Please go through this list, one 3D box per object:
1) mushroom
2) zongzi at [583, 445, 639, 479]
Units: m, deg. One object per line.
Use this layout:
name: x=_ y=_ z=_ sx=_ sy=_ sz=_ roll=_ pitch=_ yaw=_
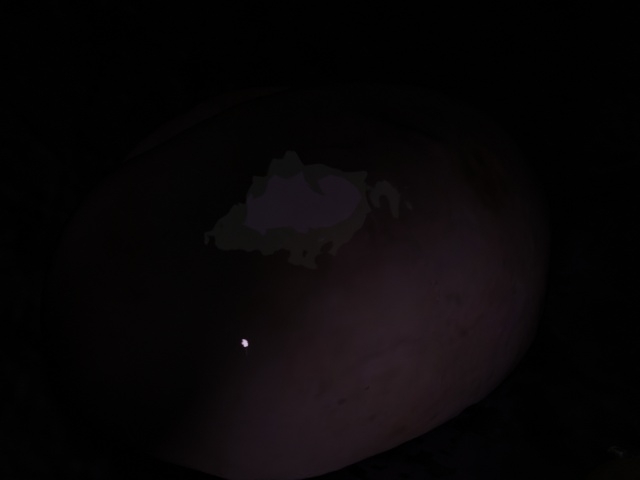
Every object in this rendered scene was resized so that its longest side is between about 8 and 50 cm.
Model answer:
mushroom: x=0.000 y=0.000 z=0.586 sx=0.188 sy=0.117 sz=0.141 roll=-17 pitch=68 yaw=-25
zongzi: x=0.108 y=0.134 z=0.527 sx=0.119 sy=0.055 sz=0.109 roll=42 pitch=56 yaw=10
